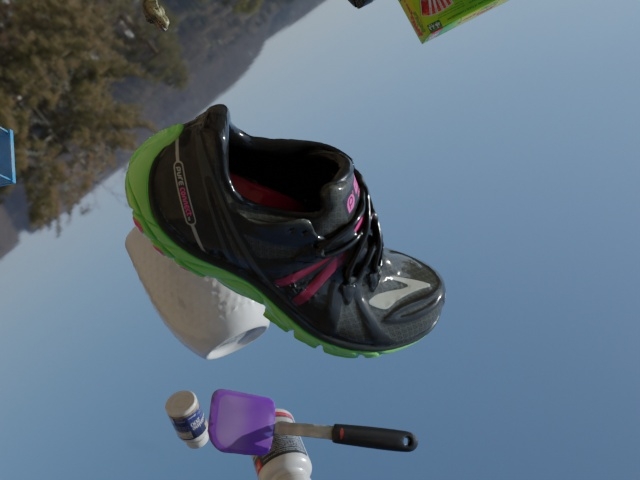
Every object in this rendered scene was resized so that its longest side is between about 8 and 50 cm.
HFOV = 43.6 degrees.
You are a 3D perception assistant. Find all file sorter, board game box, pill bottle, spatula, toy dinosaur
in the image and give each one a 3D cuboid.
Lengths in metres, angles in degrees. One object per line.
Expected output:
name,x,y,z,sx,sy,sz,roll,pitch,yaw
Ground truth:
file sorter,-0.733,-0.172,1.640,0.170,0.118,0.104,-9,168,8
board game box,0.203,-0.360,1.125,0.181,0.092,0.043,-28,179,-9
pill bottle,-0.270,0.371,1.646,0.067,0.120,0.067,-10,-144,7
pill bottle,-0.077,0.427,1.555,0.108,0.108,0.180,-35,-139,5
spatula,-0.007,0.265,1.108,0.030,0.296,0.084,117,-19,-71
toy dinosaur,-0.294,-0.527,1.464,0.064,0.268,0.118,4,173,-36

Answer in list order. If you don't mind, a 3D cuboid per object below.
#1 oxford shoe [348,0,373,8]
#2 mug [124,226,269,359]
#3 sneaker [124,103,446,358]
oxford shoe,0.046,-0.461,1.239,0.096,0.227,0.083,-26,164,-14
mug,-0.235,0.091,1.914,0.374,0.328,0.276,-11,157,-48
sneaker,0.000,0.000,0.987,0.202,0.483,0.185,-38,-139,32
